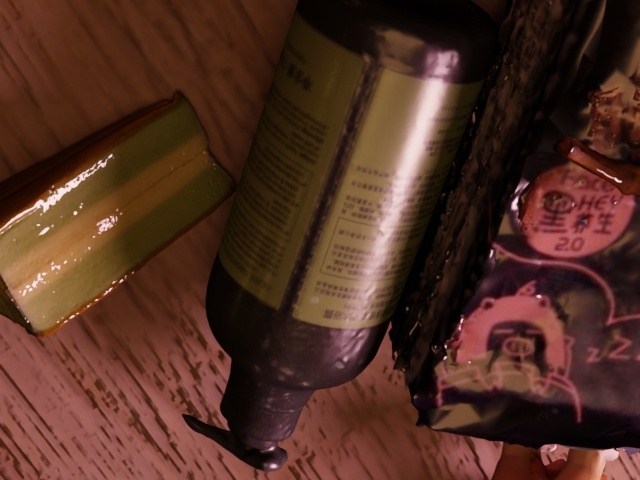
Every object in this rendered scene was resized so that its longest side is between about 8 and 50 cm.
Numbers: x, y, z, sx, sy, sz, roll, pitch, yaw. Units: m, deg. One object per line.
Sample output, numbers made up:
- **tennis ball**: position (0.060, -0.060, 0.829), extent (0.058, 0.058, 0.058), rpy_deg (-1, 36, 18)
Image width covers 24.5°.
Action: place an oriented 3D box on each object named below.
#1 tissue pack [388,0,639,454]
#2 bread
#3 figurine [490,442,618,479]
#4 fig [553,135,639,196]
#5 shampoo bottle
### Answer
- **tissue pack**: position (0.197, -0.038, 0.752), extent (0.245, 0.123, 0.332), rpy_deg (12, 118, -14)
- **bread**: position (-0.128, -0.019, 0.810), extent (0.139, 0.084, 0.074), rpy_deg (-39, 113, -17)
- **figurine**: position (0.134, 0.206, 0.876), extent (0.111, 0.102, 0.195), rpy_deg (4, 125, 34)
- **fig**: position (0.201, -0.004, 0.644), extent (0.201, 0.134, 0.146), rpy_deg (5, 93, 10)
- **shampoo bottle**: position (0.000, 0.000, 0.772), extent (0.101, 0.101, 0.284), rpy_deg (16, 114, -8)
